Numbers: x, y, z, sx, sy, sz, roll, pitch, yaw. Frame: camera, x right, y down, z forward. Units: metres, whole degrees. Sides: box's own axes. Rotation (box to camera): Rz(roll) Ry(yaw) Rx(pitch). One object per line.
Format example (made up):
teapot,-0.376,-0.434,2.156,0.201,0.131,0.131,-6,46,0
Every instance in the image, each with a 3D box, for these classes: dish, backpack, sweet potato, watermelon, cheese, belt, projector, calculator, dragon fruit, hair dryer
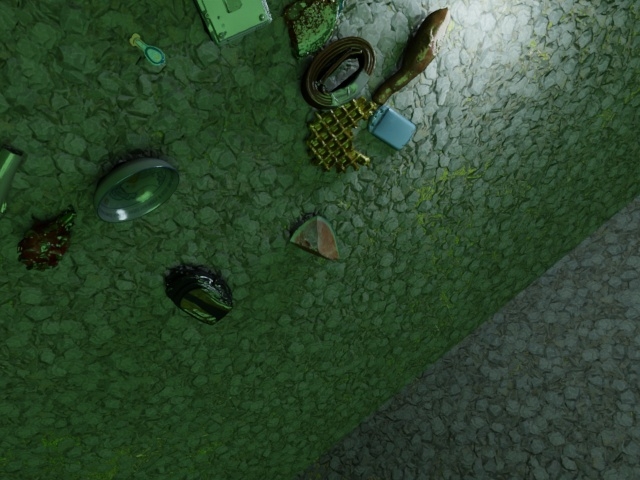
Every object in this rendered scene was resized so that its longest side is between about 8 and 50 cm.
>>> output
dish,-0.598,-0.188,1.500,0.273,0.133,0.273,-35,169,-8
backpack,-0.470,0.198,1.831,0.206,0.133,0.258,-43,123,17
sweet potato,0.326,-0.628,1.667,0.109,0.109,0.385,21,116,-34
watermelon,-0.008,-0.017,1.927,0.231,0.128,0.146,29,78,-50
cheese,-0.498,-0.549,1.382,0.111,0.017,0.047,35,99,-37
belt,0.060,-0.541,1.563,0.184,0.105,0.261,44,87,-15
projector,-0.269,-0.701,1.336,0.192,0.099,0.256,-26,128,-6
calculator,0.272,-0.423,1.813,0.210,0.039,0.121,22,112,-35
dragon fruit,-0.859,-0.013,1.510,0.137,0.135,0.235,24,88,-36
hair dryer,-0.997,-0.184,1.354,0.296,0.119,0.298,-39,117,-5

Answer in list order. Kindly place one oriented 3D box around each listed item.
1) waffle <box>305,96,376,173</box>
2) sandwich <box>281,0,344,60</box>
waffle,0.068,-0.380,1.731,0.260,0.069,0.292,-5,123,-17
sandwich,-0.013,-0.683,1.479,0.235,0.079,0.159,-38,129,3
